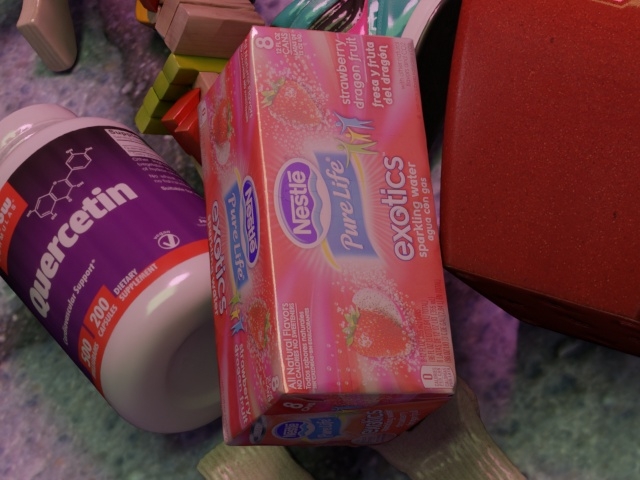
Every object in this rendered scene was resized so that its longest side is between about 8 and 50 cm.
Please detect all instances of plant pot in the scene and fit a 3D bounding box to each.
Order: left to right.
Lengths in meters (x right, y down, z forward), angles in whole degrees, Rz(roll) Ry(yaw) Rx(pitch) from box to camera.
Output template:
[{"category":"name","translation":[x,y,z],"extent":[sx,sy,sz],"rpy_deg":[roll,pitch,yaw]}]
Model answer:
[{"category":"plant pot","translation":[0.239,-0.042,1.391],"extent":[0.267,0.267,0.236],"rpy_deg":[17,82,31]}]

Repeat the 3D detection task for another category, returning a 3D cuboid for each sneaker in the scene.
[{"category":"sneaker","translation":[0.007,-0.124,1.613],"extent":[0.178,0.124,0.295],"rpy_deg":[25,80,41]}]

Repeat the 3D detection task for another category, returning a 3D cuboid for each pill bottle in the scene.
[{"category":"pill bottle","translation":[-0.182,0.012,1.574],"extent":[0.181,0.181,0.323],"rpy_deg":[-43,53,-6]}]

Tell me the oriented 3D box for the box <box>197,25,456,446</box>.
[{"category":"box","translation":[0.000,0.000,1.389],"extent":[0.142,0.154,0.300],"rpy_deg":[2,69,-21]}]

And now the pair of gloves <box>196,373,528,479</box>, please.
[{"category":"pair of gloves","translation":[0.026,0.191,1.460],"extent":[0.240,0.042,0.204],"rpy_deg":[-33,53,3]}]

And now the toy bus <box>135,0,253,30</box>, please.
[{"category":"toy bus","translation":[-0.118,-0.377,1.763],"extent":[0.108,0.130,0.332],"rpy_deg":[8,85,22]}]

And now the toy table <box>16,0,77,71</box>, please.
[{"category":"toy table","translation":[-0.310,-0.313,1.813],"extent":[0.274,0.252,0.161],"rpy_deg":[-22,35,39]}]

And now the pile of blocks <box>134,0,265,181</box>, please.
[{"category":"pile of blocks","translation":[-0.135,-0.201,1.597],"extent":[0.149,0.112,0.362],"rpy_deg":[-28,67,48]}]
